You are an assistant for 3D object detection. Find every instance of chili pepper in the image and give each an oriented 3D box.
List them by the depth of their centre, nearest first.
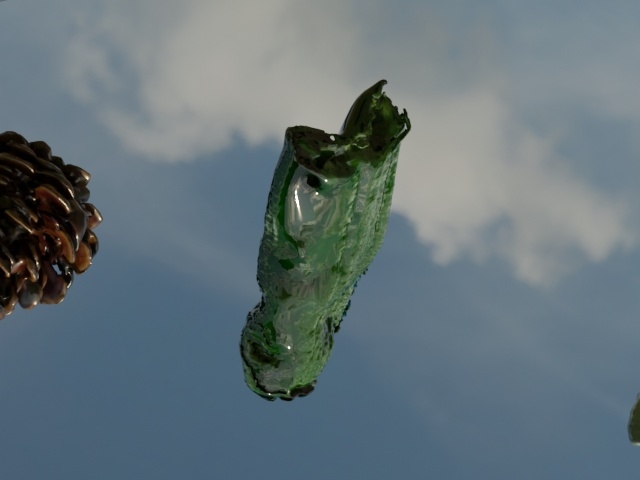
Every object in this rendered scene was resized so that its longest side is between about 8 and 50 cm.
[{"bbox_3d":[-0.001,-0.001,1.143,0.098,0.224,0.061,-15,-140,-37],"label":"chili pepper"}]

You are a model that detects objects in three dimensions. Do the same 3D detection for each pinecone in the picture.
[{"bbox_3d":[-0.269,-0.008,1.529,0.174,0.173,0.173,19,-151,-11],"label":"pinecone"}]

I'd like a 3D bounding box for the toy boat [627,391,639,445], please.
[{"bbox_3d":[0.344,0.097,1.254,0.282,0.096,0.206,-6,-136,-1],"label":"toy boat"}]
